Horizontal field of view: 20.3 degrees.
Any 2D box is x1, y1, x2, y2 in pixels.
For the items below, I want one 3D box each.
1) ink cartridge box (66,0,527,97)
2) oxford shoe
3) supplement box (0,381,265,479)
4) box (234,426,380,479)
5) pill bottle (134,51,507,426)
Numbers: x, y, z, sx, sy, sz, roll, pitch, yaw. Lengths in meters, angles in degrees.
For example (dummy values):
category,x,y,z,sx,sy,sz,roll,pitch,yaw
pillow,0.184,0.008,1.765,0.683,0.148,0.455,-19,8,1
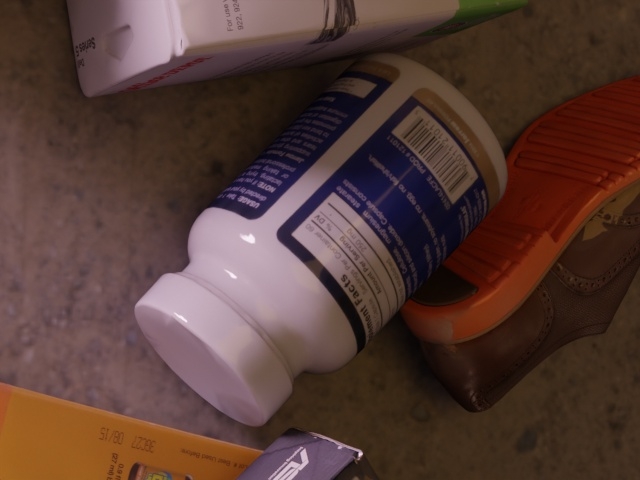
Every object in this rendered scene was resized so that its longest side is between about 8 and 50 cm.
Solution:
category,x,y,z,sx,sy,sz,roll,pitch,yaw
ink cartridge box,-0.024,-0.186,1.271,0.273,0.198,0.115,-11,91,-27
oxford shoe,0.206,-0.010,1.431,0.363,0.130,0.133,-39,126,-22
supplement box,-0.150,0.159,1.251,0.233,0.080,0.078,18,79,-22
box,-0.060,0.373,1.219,0.395,0.097,0.318,-42,119,-24
pill bottle,0.000,0.000,1.292,0.265,0.153,0.153,-45,105,-20
